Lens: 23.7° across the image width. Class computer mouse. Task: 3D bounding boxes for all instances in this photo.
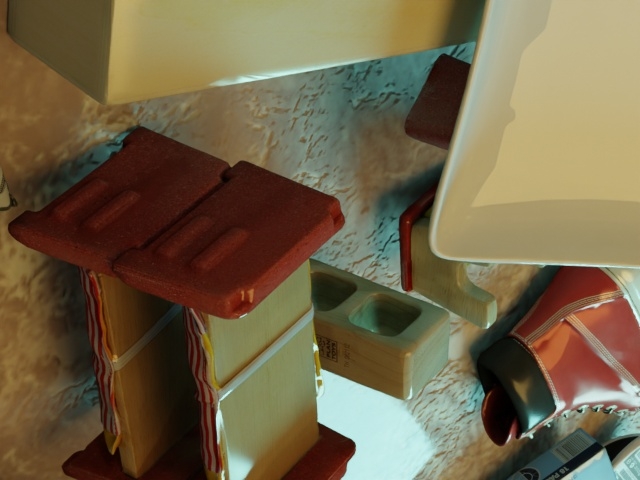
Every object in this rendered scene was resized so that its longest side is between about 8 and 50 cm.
[{"bbox_3d":[0.240,0.244,1.412,0.193,0.042,0.106,-44,134,-4],"label":"computer mouse"}]

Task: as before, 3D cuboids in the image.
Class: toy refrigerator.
[{"bbox_3d":[-0.026,-0.154,0.838,0.269,0.102,0.094,-14,125,-37],"label":"toy refrigerator"}]

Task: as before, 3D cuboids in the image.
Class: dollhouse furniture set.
[{"bbox_3d":[0.000,0.000,0.966,0.374,0.152,0.201,-41,140,-42],"label":"dollhouse furniture set"}]

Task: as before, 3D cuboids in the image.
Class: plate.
[{"bbox_3d":[0.210,-0.114,0.913,0.277,0.045,0.278,3,113,-20],"label":"plate"}]

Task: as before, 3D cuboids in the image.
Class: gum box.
[{"bbox_3d":[0.204,0.279,1.349,0.157,0.041,0.184,-33,123,-10],"label":"gum box"}]

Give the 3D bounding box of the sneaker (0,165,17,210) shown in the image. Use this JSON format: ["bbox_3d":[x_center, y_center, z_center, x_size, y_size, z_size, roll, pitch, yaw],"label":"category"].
[{"bbox_3d":[-0.203,-0.009,0.799,0.098,0.038,0.069,-31,109,-24],"label":"sneaker"}]

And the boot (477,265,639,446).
[{"bbox_3d":[0.222,0.130,1.284,0.176,0.088,0.244,-46,131,-9],"label":"boot"}]
